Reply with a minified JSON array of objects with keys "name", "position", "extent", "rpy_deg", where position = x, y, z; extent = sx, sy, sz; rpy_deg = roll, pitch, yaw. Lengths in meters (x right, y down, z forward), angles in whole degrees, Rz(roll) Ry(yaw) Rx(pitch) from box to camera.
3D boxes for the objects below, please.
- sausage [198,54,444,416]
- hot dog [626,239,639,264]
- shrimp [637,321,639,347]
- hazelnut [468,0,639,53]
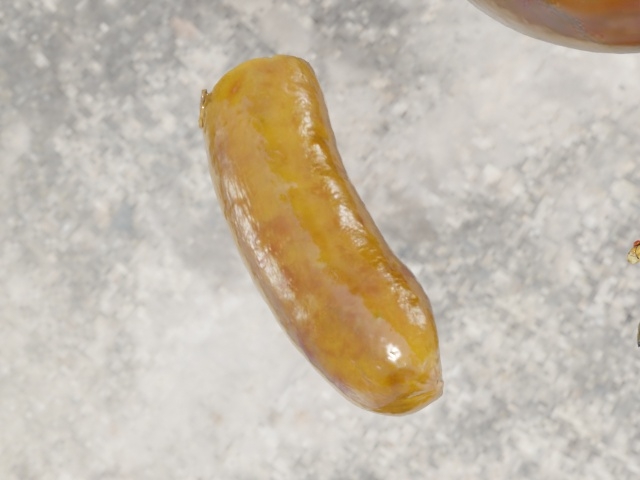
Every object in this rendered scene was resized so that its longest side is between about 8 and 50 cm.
[{"name":"sausage","position":[0.000,0.000,1.040],"extent":[0.270,0.109,0.109],"rpy_deg":[61,148,20]},{"name":"hot dog","position":[0.312,-0.001,1.376],"extent":[0.021,0.083,0.037],"rpy_deg":[64,149,7]},{"name":"shrimp","position":[0.294,-0.001,1.235],"extent":[0.035,0.195,0.148],"rpy_deg":[2,113,39]},{"name":"hazelnut","position":[0.234,-0.299,1.079],"extent":[0.366,0.366,0.366],"rpy_deg":[22,140,19]}]
